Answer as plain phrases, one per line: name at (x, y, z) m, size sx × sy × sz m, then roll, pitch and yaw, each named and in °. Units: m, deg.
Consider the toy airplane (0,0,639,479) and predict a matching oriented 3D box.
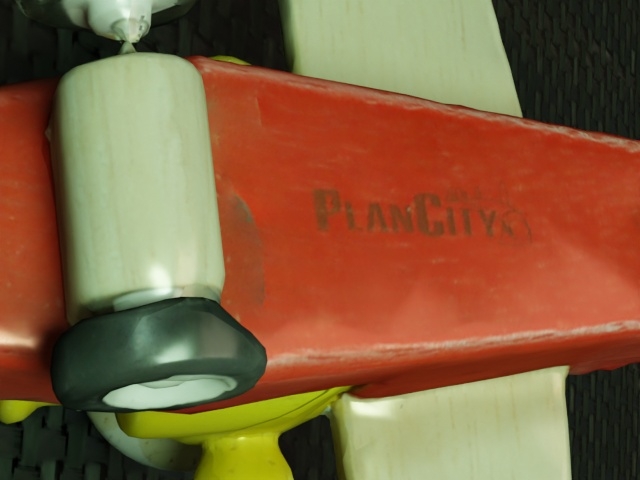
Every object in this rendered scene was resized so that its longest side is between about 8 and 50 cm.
toy airplane at (0.017, 0.017, 0.689) m, size 0.384 × 0.272 × 0.386 m, roll 46°, pitch 53°, yaw -12°
